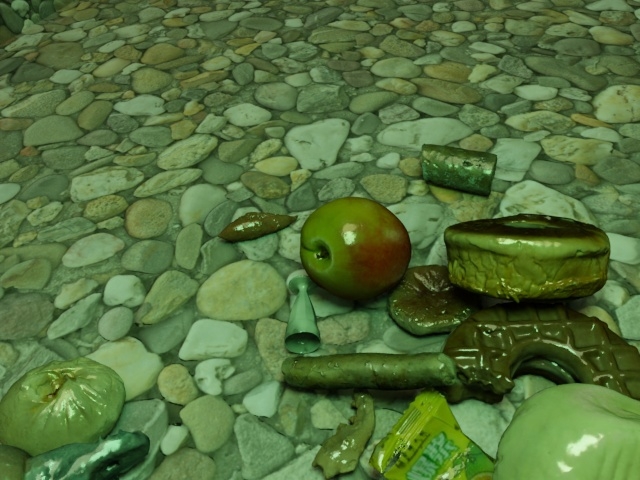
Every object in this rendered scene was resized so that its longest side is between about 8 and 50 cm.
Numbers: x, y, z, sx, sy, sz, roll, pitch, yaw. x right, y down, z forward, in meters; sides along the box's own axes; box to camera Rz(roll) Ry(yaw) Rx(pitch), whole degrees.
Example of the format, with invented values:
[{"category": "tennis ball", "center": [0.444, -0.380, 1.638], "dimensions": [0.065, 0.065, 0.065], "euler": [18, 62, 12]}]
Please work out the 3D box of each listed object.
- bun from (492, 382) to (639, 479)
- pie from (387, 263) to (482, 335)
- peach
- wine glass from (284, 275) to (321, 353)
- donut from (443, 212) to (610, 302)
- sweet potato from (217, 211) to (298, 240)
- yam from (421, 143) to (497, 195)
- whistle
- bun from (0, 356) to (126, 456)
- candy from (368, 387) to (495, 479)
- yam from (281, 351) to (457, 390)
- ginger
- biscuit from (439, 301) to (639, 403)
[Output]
[{"category": "bun", "center": [0.364, 0.361, 0.683], "dimensions": [0.361, 0.213, 0.361], "euler": [0, 87, -1]}, {"category": "pie", "center": [0.234, 0.119, 1.104], "dimensions": [0.195, 0.046, 0.195], "euler": [-3, 41, 3]}, {"category": "peach", "center": [0.071, 0.016, 1.098], "dimensions": [0.231, 0.231, 0.231], "euler": [-3, 45, 3]}, {"category": "wine glass", "center": [-0.034, 0.149, 1.086], "dimensions": [0.073, 0.073, 0.155], "euler": [-3, 42, 3]}, {"category": "donut", "center": [0.403, 0.032, 1.039], "dimensions": [0.330, 0.160, 0.330], "euler": [-6, 7, 1]}, {"category": "sweet potato", "center": [-0.151, -0.039, 1.294], "dimensions": [0.205, 0.060, 0.068], "euler": [-9, 78, -17]}, {"category": "yam", "center": [0.346, -0.185, 1.356], "dimensions": [0.194, 0.107, 0.107], "euler": [15, 48, 20]}, {"category": "whistle", "center": [-0.434, 0.391, 0.813], "dimensions": [0.347, 0.189, 0.189], "euler": [-15, 45, -19]}, {"category": "bun", "center": [-0.469, 0.287, 0.949], "dimensions": [0.222, 0.127, 0.222], "euler": [-5, 45, 5]}, {"category": "candy", "center": [0.233, 0.377, 0.819], "dimensions": [0.297, 0.081, 0.187], "euler": [37, 58, 24]}, {"category": "yam", "center": [0.079, 0.232, 0.939], "dimensions": [0.317, 0.067, 0.071], "euler": [-8, 6, 24]}, {"category": "ginger", "center": [0.053, 0.331, 0.912], "dimensions": [0.069, 0.051, 0.173], "euler": [11, 39, 31]}, {"category": "biscuit", "center": [0.403, 0.233, 0.926], "dimensions": [0.366, 0.115, 0.268], "euler": [28, 53, 28]}]
